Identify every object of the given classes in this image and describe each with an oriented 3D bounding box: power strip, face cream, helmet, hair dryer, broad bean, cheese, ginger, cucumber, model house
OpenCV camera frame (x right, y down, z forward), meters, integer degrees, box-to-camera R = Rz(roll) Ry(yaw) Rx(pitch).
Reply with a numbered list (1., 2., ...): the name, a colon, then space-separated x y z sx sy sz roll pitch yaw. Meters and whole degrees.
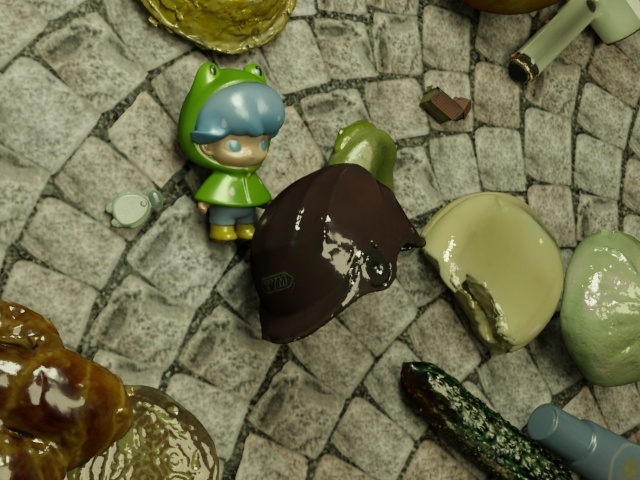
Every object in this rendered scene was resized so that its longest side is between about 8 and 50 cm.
1. power strip: -0.267 -0.048 1.726 0.083 0.035 0.055 -23 92 -20
2. face cream: 0.511 0.388 2.080 0.385 0.086 0.135 31 76 -28
3. helmet: 0.000 0.000 1.728 0.305 0.225 0.177 -40 108 -47
4. hair dryer: 0.453 -0.403 2.200 0.362 0.128 0.203 -44 104 -22
5. broad bean: 0.068 -0.103 1.908 0.124 0.082 0.174 15 71 -30
6. cheese: 0.281 0.051 1.981 0.266 0.127 0.233 51 58 -12
7. ginger: -0.421 0.233 1.489 0.357 0.152 0.274 -42 102 -26
8. cucumber: 0.262 0.309 1.934 0.359 0.096 0.096 41 62 -20
9. model house: 0.220 -0.232 2.043 0.083 0.058 0.057 39 62 -19

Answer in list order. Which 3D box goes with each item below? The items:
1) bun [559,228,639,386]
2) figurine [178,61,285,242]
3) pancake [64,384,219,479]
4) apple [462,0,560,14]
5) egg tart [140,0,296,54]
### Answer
1. bun: 0.535 0.117 2.055 0.283 0.179 0.283 -1 91 -55
2. figurine: -0.131 -0.129 1.767 0.162 0.143 0.263 -4 99 -35
3. pancake: -0.251 0.325 1.652 0.250 0.031 0.250 7 76 -29
4. apple: 0.333 -0.555 2.036 0.339 0.339 0.340 7 76 -30
5. egg tart: -0.145 -0.439 1.827 0.315 0.120 0.315 7 77 -31
